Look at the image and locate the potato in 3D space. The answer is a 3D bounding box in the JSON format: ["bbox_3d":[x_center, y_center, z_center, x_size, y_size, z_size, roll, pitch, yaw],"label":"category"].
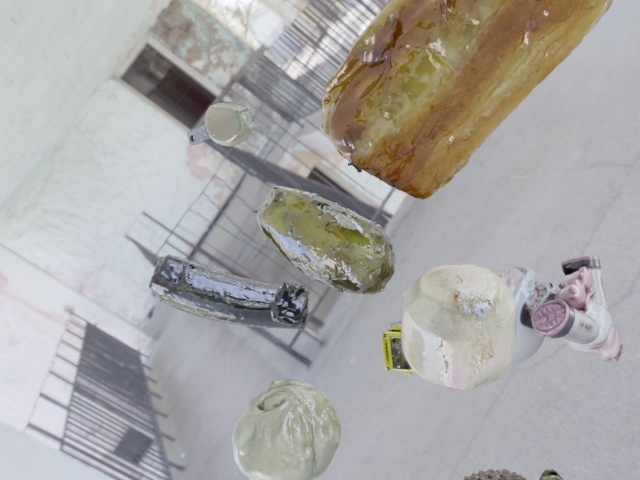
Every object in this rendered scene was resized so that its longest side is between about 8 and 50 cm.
[{"bbox_3d":[0.000,0.000,0.940,0.113,0.251,0.149,-58,-24,-18],"label":"potato"}]

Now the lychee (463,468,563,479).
[{"bbox_3d":[0.350,0.587,1.238,0.319,0.270,0.270,-14,36,25],"label":"lychee"}]

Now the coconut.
[{"bbox_3d":[0.194,0.131,0.877,0.170,0.183,0.171,-6,31,4],"label":"coconut"}]

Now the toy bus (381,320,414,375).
[{"bbox_3d":[0.188,0.172,1.135,0.074,0.081,0.226,0,8,35],"label":"toy bus"}]

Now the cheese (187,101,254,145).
[{"bbox_3d":[-0.217,-0.247,1.327,0.171,0.093,0.047,6,15,29],"label":"cheese"}]

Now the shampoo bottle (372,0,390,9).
[{"bbox_3d":[0.125,-0.470,1.158,0.064,0.260,0.102,-47,-5,-7],"label":"shampoo bottle"}]

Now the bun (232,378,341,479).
[{"bbox_3d":[-0.054,0.288,0.980,0.183,0.102,0.183,-8,38,6],"label":"bun"}]

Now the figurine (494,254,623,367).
[{"bbox_3d":[0.413,0.166,1.315,0.361,0.211,0.253,-10,8,43],"label":"figurine"}]

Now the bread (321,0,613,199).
[{"bbox_3d":[0.149,-0.217,0.705,0.344,0.195,0.149,-47,41,23],"label":"bread"}]

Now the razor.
[{"bbox_3d":[-0.186,0.116,1.292,0.189,0.326,0.107,134,148,-76],"label":"razor"}]
